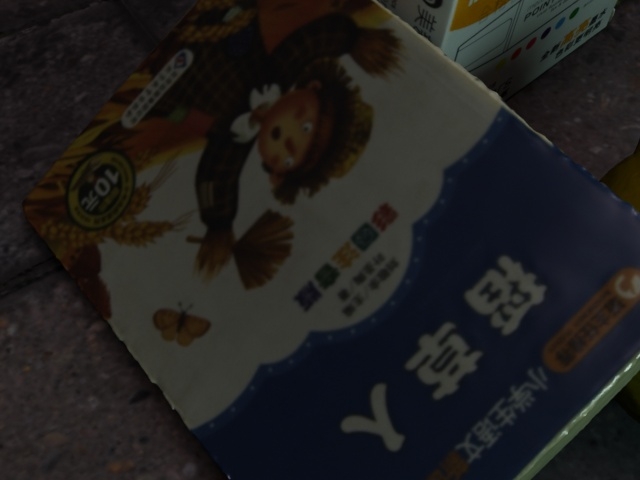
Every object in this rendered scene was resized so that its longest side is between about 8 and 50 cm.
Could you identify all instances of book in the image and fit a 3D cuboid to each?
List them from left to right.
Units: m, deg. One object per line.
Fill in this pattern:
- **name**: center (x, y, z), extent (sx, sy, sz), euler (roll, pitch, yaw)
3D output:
- **book**: center (0.000, 0.000, 0.770), extent (0.300, 0.039, 0.428), euler (-47, 60, 4)

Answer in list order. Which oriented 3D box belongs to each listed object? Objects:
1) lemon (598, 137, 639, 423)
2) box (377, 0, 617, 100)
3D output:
- **lemon**: center (0.258, 0.035, 0.761), extent (0.184, 0.184, 0.249), euler (0, 67, -2)
- **box**: center (0.147, -0.207, 0.914), extent (0.274, 0.221, 0.091), euler (-37, 67, -23)
